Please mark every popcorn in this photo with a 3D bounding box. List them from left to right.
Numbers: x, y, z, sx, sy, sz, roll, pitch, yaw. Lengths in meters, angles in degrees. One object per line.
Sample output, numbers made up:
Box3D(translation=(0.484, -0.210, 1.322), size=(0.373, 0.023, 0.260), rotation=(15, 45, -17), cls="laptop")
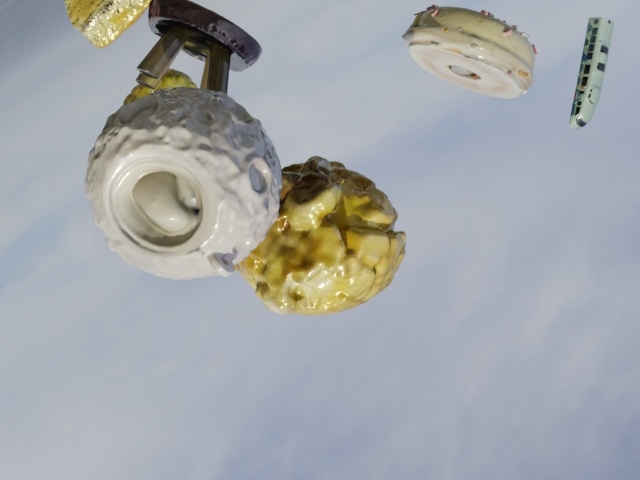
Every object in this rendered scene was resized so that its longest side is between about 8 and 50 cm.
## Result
Box3D(translation=(-0.397, -0.315, 2.190), size=(0.200, 0.203, 0.226), rotation=(-12, -137, 53), cls="popcorn")
Box3D(translation=(-0.003, 0.002, 1.860), size=(0.344, 0.354, 0.390), rotation=(-60, -176, 2), cls="popcorn")

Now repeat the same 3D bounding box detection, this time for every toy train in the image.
Box3D(translation=(0.508, -0.312, 1.621), size=(0.043, 0.207, 0.047), rotation=(8, -175, -39), cls="toy train")

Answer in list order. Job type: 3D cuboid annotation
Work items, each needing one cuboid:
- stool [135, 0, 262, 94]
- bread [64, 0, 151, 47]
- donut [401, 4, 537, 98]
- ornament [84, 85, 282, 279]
Box3D(translation=(-0.284, -0.407, 1.925), size=(0.272, 0.272, 0.178), rotation=(14, -100, 65), cls="stool")
Box3D(translation=(-0.504, -0.585, 2.062), size=(0.245, 0.174, 0.121), rotation=(-37, 150, 26), cls="bread")
Box3D(translation=(0.415, -0.519, 2.355), size=(0.142, 0.383, 0.382), rotation=(-67, -157, -2), cls="donut")
Box3D(translation=(-0.231, -0.100, 1.492), size=(0.337, 0.337, 0.337), rotation=(-29, -161, 11), cls="ornament")
